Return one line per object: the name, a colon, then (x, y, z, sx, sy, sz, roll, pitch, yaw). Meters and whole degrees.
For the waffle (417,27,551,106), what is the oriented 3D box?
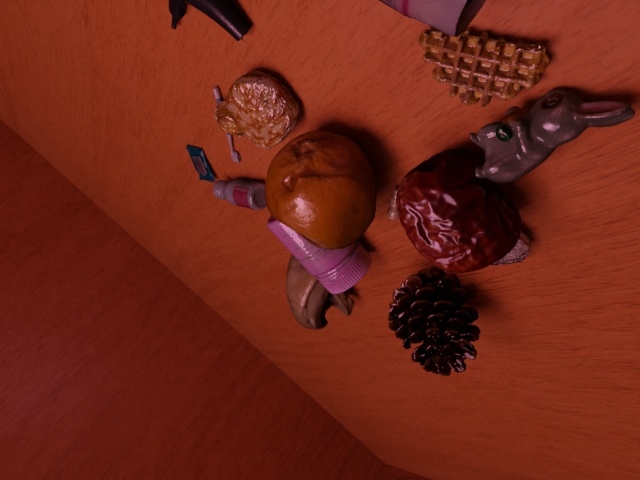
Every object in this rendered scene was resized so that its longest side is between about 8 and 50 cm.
waffle: (0.262, -0.294, 0.738, 0.192, 0.046, 0.161, -4, 131, 51)

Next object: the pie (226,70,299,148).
pie: (-0.144, -0.325, 1.136, 0.179, 0.084, 0.205, 45, 150, -13)

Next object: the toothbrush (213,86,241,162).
toothbrush: (-0.272, -0.331, 1.349, 0.025, 0.019, 0.276, 22, 148, 19)

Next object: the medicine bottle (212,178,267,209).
medicine bottle: (-0.266, -0.158, 1.518, 0.216, 0.090, 0.090, 14, 143, 41)

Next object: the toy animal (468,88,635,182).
toy animal: (0.364, -0.182, 0.748, 0.138, 0.108, 0.236, 9, 152, -45)

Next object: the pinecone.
pinecone: (0.301, 0.227, 1.209, 0.246, 0.292, 0.246, -1, 124, -1)

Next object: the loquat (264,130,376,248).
loquat: (0.013, -0.117, 1.086, 0.276, 0.276, 0.284, 10, 159, 43)

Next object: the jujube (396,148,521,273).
jujube: (0.265, -0.058, 0.903, 0.213, 0.213, 0.232, -12, 115, 56)

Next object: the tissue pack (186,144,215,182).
tissue pack: (-0.418, -0.269, 1.609, 0.085, 0.028, 0.138, 15, 139, 33)

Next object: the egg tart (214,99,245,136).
egg tart: (-0.242, -0.328, 1.272, 0.128, 0.049, 0.129, 18, 148, 12)

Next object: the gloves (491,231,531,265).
gloves: (0.388, 0.016, 1.013, 0.153, 0.070, 0.114, -7, 127, 51)

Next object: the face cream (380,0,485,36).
face cream: (0.141, -0.391, 0.602, 0.195, 0.175, 0.175, 34, 152, 8)

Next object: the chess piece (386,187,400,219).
chess piece: (0.186, -0.094, 1.137, 0.035, 0.035, 0.092, 27, 146, 22)

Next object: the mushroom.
mushroom: (-0.038, 0.175, 1.593, 0.217, 0.212, 0.292, 31, -178, 40)

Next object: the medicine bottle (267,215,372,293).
medicine bottle: (0.000, 0.000, 1.341, 0.291, 0.178, 0.178, 48, 151, -17)

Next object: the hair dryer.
hair dryer: (-0.286, -0.531, 1.048, 0.235, 0.091, 0.271, 41, 166, -26)
